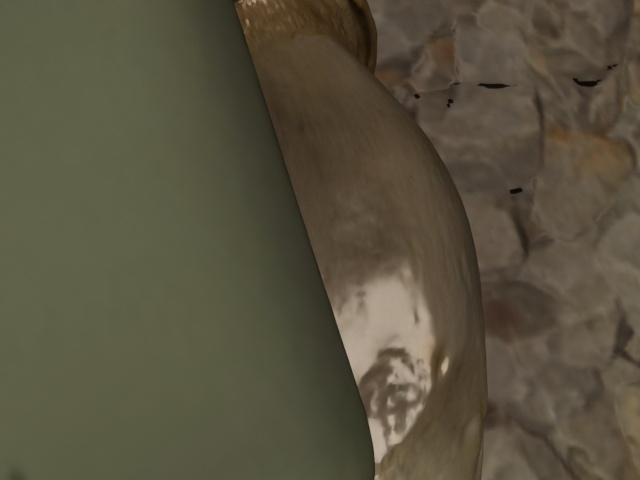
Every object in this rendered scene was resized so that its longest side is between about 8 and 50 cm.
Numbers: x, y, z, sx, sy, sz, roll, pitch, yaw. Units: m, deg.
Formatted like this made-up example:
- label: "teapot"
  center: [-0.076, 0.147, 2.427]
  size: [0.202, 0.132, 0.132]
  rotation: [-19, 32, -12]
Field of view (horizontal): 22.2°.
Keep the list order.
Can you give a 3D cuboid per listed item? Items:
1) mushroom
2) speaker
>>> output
- label: "mushroom"
  center: [-0.001, 0.001, 0.538]
  size: [0.097, 0.088, 0.212]
  rotation: [-12, 67, -7]
- label: "speaker"
  center: [-0.186, 0.043, 0.354]
  size: [0.406, 0.183, 0.184]
  rotation: [-17, 81, -39]
